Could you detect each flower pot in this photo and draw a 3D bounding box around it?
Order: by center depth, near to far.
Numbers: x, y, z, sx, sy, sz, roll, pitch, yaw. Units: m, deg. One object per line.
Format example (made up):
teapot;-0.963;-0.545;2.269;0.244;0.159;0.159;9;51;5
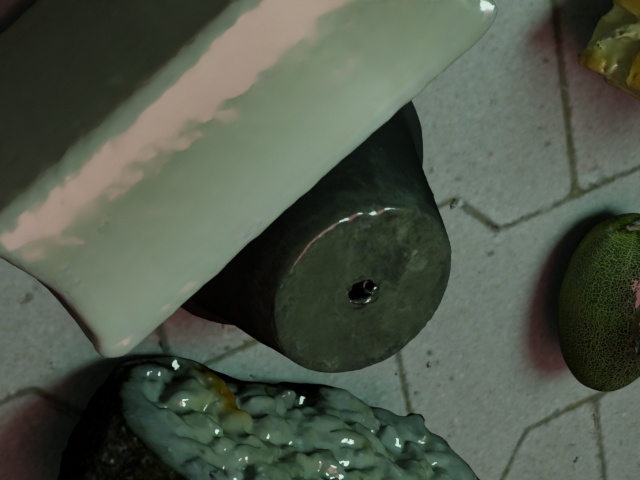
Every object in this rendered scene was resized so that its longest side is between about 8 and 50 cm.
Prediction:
flower pot;0.000;0.000;1.423;0.235;0.148;0.235;-15;128;-20

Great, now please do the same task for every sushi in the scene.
sushi;-0.041;0.213;1.518;0.350;0.211;0.170;12;120;-30

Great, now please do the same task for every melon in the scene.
melon;0.248;0.054;1.643;0.099;0.099;0.162;-7;124;-26

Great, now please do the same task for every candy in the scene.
candy;-0.078;-0.116;1.257;0.359;0.208;0.145;-41;127;3

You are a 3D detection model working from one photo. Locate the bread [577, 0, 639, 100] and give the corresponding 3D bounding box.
bread;0.345;-0.167;1.434;0.239;0.246;0.111;-54;155;2
